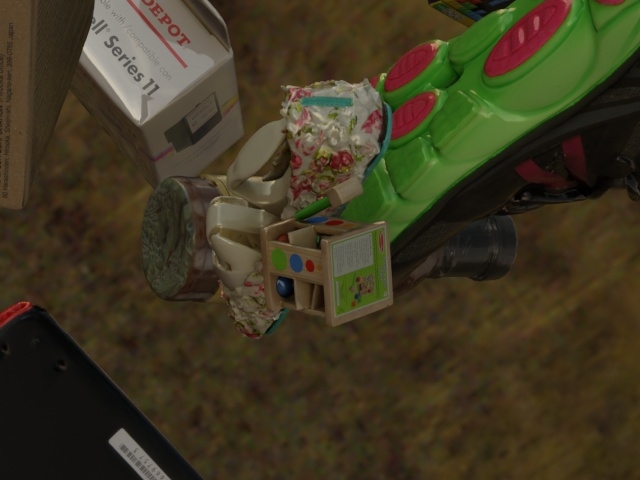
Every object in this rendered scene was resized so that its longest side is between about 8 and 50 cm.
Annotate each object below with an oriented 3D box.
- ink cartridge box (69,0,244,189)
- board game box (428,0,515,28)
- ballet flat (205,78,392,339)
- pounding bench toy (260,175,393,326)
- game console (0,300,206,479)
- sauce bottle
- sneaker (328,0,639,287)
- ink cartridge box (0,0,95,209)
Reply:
[{"bbox_3d":[-0.185,-0.188,1.748,0.207,0.119,0.353,49,-9,10],"label":"ink cartridge box"},{"bbox_3d":[0.185,-0.207,1.461,0.170,0.141,0.048,16,65,-56],"label":"board game box"},{"bbox_3d":[-0.031,-0.024,1.179,0.077,0.241,0.091,12,47,-19],"label":"ballet flat"},{"bbox_3d":[0.000,0.000,1.072,0.052,0.065,0.083,-19,112,-41],"label":"pounding bench toy"},{"bbox_3d":[-0.250,0.298,1.563,0.386,0.342,0.060,49,-14,-17],"label":"game console"},{"bbox_3d":[0.015,0.000,1.583,0.344,0.111,0.111,1,46,-33],"label":"sauce bottle"},{"bbox_3d":[0.172,-0.075,1.255,0.202,0.483,0.185,35,44,-23],"label":"sneaker"},{"bbox_3d":[-0.200,-0.167,1.144,0.235,0.088,0.193,-81,180,-52],"label":"ink cartridge box"}]
